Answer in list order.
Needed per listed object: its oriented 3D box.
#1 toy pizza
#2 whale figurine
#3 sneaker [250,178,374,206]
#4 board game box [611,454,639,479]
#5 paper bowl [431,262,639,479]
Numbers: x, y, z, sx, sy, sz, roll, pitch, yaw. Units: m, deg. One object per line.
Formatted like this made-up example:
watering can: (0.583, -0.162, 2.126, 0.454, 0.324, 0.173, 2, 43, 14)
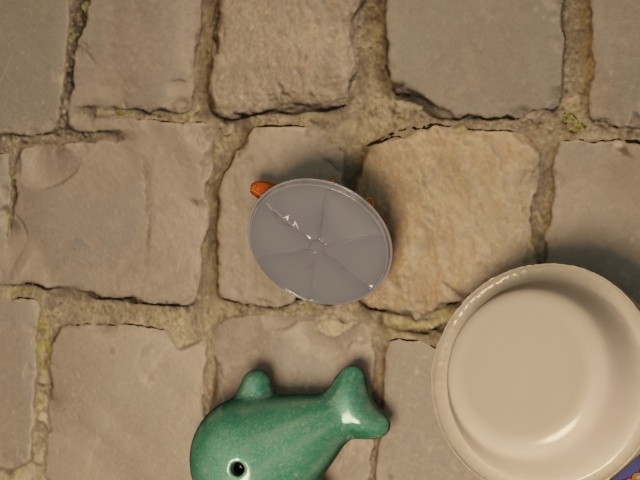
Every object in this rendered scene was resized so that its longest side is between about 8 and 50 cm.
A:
toy pizza: (0.000, 0.000, 1.325, 0.201, 0.032, 0.201, 9, 125, 13)
whale figurine: (-0.048, 0.268, 1.303, 0.272, 0.141, 0.216, -28, 80, 10)
sneaker: (-0.011, -0.057, 1.361, 0.175, 0.064, 0.068, 16, 85, 4)
board game box: (0.399, 0.355, 1.094, 0.347, 0.078, 0.233, -33, 110, -20)
paper bowl: (0.268, 0.166, 1.188, 0.284, 0.148, 0.284, -11, 69, 30)
